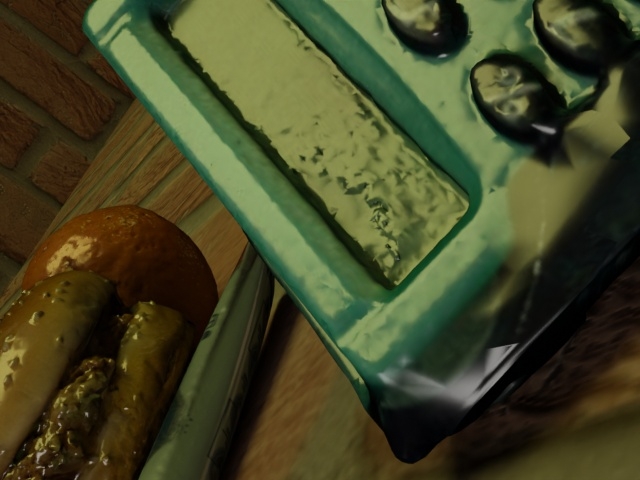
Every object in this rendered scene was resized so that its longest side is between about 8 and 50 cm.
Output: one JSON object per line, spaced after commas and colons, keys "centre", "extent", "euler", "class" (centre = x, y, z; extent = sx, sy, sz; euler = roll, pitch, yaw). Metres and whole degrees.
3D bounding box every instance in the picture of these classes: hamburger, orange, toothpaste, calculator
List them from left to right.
{"centre": [-0.151, 0.111, 0.618], "extent": [0.191, 0.118, 0.182], "euler": [-79, 10, -56], "class": "hamburger"}
{"centre": [-0.137, 0.036, 0.757], "extent": [0.135, 0.135, 0.117], "euler": [-31, 39, 54], "class": "orange"}
{"centre": [-0.060, 0.091, 0.582], "extent": [0.062, 0.039, 0.239], "euler": [86, -163, -45], "class": "toothpaste"}
{"centre": [0.051, -0.100, 0.389], "extent": [0.274, 0.058, 0.248], "euler": [-47, 59, 12], "class": "calculator"}
